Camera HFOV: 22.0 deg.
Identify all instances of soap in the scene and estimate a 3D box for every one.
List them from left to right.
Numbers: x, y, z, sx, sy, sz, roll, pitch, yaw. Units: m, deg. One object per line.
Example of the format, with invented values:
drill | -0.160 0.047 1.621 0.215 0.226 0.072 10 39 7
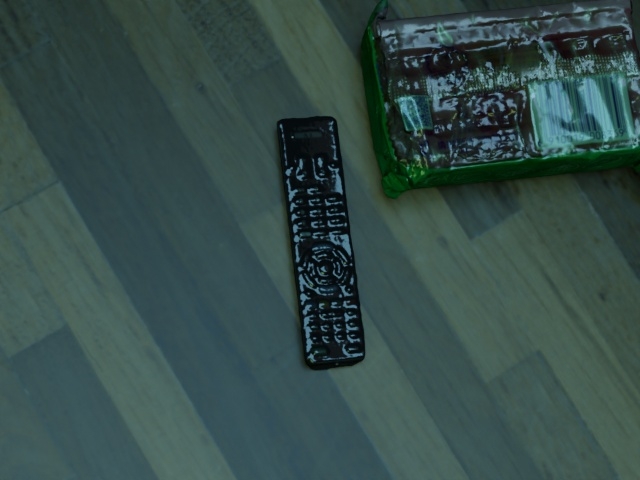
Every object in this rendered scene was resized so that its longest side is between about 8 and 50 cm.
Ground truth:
soap | 0.185 -0.136 1.588 0.273 0.098 0.218 -7 78 -8

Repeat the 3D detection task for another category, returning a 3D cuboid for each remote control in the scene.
remote control | 0.000 0.000 1.574 0.063 0.025 0.245 -4 78 -9
